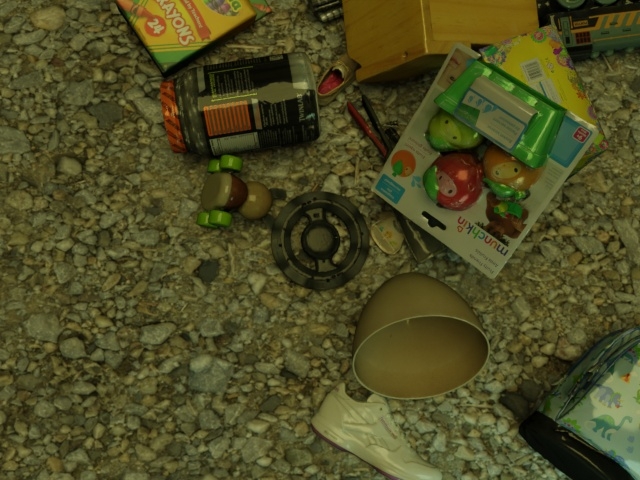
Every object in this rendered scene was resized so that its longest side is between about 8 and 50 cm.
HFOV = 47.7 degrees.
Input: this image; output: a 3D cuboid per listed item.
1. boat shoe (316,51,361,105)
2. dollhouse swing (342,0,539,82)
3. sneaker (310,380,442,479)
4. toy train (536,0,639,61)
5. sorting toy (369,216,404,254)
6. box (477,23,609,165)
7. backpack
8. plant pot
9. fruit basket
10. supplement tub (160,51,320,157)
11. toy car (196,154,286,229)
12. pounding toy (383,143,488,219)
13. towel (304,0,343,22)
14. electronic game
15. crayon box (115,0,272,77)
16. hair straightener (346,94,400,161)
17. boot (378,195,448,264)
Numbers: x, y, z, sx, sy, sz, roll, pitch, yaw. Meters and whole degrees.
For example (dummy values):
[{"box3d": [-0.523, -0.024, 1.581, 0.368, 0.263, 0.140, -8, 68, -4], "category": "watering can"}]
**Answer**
[{"box3d": [0.046, -0.398, 1.736, 0.063, 0.059, 0.170, 35, 81, 5], "category": "boat shoe"}, {"box3d": [0.264, -0.553, 1.639, 0.305, 0.315, 0.347, -5, 88, -38], "category": "dollhouse swing"}, {"box3d": [0.136, 0.417, 1.556, 0.305, 0.114, 0.152, 29, 81, 4], "category": "sneaker"}, {"box3d": [0.672, -0.535, 1.743, 0.334, 0.142, 0.190, -8, 92, -4], "category": "toy train"}, {"box3d": [0.163, -0.016, 1.678, 0.075, 0.045, 0.083, -36, 89, -24], "category": "sorting toy"}, {"box3d": [0.455, -0.267, 1.607, 0.177, 0.279, 0.290, -20, 80, -4], "category": "box"}, {"box3d": [0.649, 0.347, 1.531, 0.290, 0.273, 0.355, 40, 69, 13], "category": "backpack"}, {"box3d": [0.200, 0.179, 1.548, 0.284, 0.284, 0.191, -3, 45, -2], "category": "plant pot"}, {"box3d": [0.299, -0.154, 1.414, 0.327, 0.165, 0.353, 39, 109, 19], "category": "fruit basket"}, {"box3d": [-0.178, -0.303, 1.640, 0.338, 0.207, 0.207, -9, 80, -3], "category": "supplement tub"}, {"box3d": [-0.169, -0.093, 1.662, 0.188, 0.149, 0.155, 14, 82, -28], "category": "toy car"}, {"box3d": [0.280, -0.131, 1.577, 0.269, 0.154, 0.155, -41, 87, -9], "category": "pounding toy"}, {"box3d": [0.044, -0.701, 1.762, 0.235, 0.121, 0.284, -20, 81, -4], "category": "towel"}, {"box3d": [0.000, 0.000, 1.665, 0.229, 0.048, 0.229, 1, 83, -7], "category": "electronic game"}, {"box3d": [-0.296, -0.561, 1.727, 0.318, 0.081, 0.202, -35, 96, -7], "category": "crayon box"}, {"box3d": [0.152, -0.259, 1.688, 0.089, 0.047, 0.230, -29, 60, -7], "category": "hair straightener"}, {"box3d": [0.246, -0.076, 1.673, 0.189, 0.076, 0.208, -35, 80, -7], "category": "boot"}]
